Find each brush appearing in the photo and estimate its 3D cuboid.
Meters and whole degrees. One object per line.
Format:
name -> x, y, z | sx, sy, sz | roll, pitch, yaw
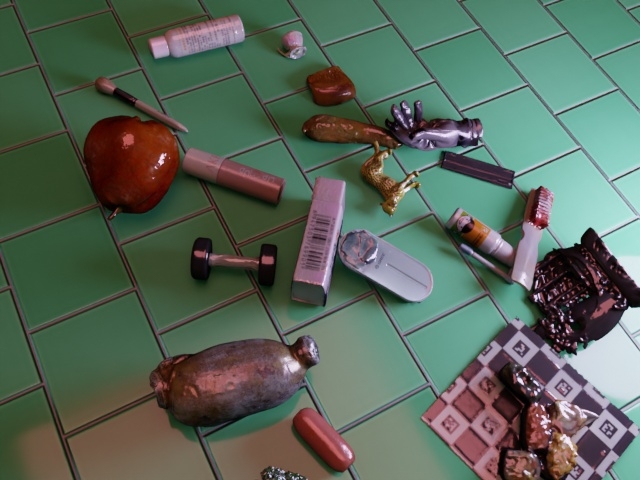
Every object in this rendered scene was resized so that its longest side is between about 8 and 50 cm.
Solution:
brush -> -0.482, -0.358, 1.686 | 0.299, 0.039, 0.042 | 31, 67, 7
brush -> 0.532, -0.016, 1.564 | 0.060, 0.050, 0.321 | 33, 54, -9

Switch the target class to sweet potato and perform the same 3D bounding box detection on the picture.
sweet potato -> 0.085, -0.288, 1.683 | 0.273, 0.075, 0.075 | 8, 62, -6

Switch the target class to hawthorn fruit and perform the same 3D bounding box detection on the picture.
hawthorn fruit -> -0.453, -0.167, 1.496 | 0.224, 0.224, 0.260 | 11, 82, 0

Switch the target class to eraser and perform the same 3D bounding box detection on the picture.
eraser -> 0.000, 0.000, 1.489 | 0.086, 0.130, 0.287 | 11, 63, 4

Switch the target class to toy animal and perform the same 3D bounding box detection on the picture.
toy animal -> 0.161, -0.161, 1.623 | 0.136, 0.073, 0.181 | -41, 76, -15

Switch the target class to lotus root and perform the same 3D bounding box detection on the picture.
lotus root -> -0.166, 0.287, 1.296 | 0.350, 0.175, 0.175 | -11, 64, -11

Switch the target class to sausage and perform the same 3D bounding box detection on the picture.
sausage -> 0.005, 0.412, 1.308 | 0.062, 0.062, 0.154 | -40, 73, -23

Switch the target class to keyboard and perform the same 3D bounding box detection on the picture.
keyboard -> 0.425, -0.191, 1.696 | 0.198, 0.010, 0.063 | 18, 61, 4

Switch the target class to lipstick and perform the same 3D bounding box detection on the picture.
lipstick -> -0.218, -0.163, 1.584 | 0.254, 0.070, 0.070 | 19, 62, 5

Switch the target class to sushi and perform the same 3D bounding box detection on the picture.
sushi -> 0.464, 0.388, 1.356 | 0.343, 0.064, 0.359 | -40, 72, -19

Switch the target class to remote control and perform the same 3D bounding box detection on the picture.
remote control -> 0.152, 0.062, 1.490 | 0.247, 0.052, 0.104 | 31, 70, -3

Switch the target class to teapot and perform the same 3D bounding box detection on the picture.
teapot -> -0.083, -0.559, 1.819 | 0.083, 0.064, 0.064 | -27, 72, 17

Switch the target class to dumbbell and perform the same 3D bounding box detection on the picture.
dumbbell -> -0.198, 0.049, 1.458 | 0.191, 0.100, 0.100 | 6, 62, -3

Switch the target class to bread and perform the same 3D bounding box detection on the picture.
bread -> 0.027, -0.441, 1.772 | 0.129, 0.044, 0.126 | -22, 65, -13

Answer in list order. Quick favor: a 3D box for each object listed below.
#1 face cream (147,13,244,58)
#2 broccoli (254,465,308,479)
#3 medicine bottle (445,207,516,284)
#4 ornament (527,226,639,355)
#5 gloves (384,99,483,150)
face cream -> -0.353, -0.573, 1.781 | 0.269, 0.082, 0.082 | -18, 65, -15
broccoli -> -0.079, 0.527, 1.193 | 0.156, 0.195, 0.195 | -38, 68, 15
medicine bottle -> 0.408, 0.015, 1.559 | 0.221, 0.061, 0.092 | 35, 76, 5
ornament -> 0.606, 0.128, 1.501 | 0.260, 0.106, 0.251 | -32, 65, 9
gloves -> 0.305, -0.294, 1.675 | 0.286, 0.119, 0.142 | 11, 28, -16
